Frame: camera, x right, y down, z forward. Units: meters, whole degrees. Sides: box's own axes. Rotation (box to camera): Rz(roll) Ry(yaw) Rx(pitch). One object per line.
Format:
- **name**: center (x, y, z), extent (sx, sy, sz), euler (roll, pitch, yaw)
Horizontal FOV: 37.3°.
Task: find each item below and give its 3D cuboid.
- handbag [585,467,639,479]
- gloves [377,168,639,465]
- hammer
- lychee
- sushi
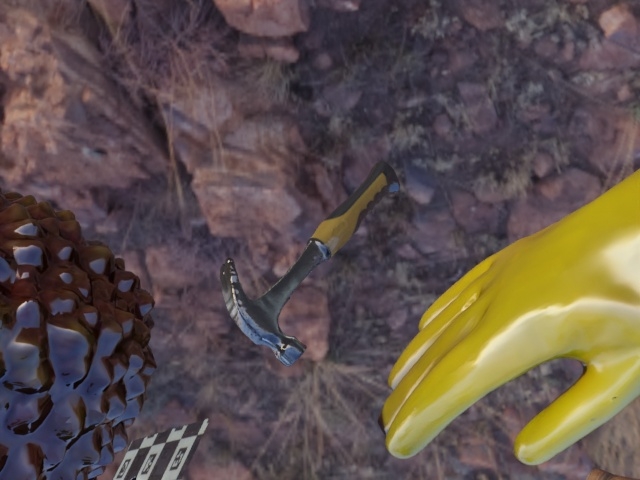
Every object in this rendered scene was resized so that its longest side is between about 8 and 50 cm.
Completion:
- **handbag**: center (0.314, 0.351, 1.019), extent (0.072, 0.193, 0.151), euler (6, 150, 40)
- **gloves**: center (0.150, 0.042, 0.593), extent (0.294, 0.133, 0.116), euler (-36, 98, 25)
- **hammer**: center (0.000, 0.000, 0.672), extent (0.078, 0.201, 0.021), euler (41, 138, -1)
- **lychee**: center (-0.205, 0.067, 0.426), extent (0.272, 0.271, 0.271), euler (-2, 136, -2)
- **sushi**: center (-0.258, 0.427, 1.263), extent (0.064, 0.359, 0.343), euler (33, 152, -16)
